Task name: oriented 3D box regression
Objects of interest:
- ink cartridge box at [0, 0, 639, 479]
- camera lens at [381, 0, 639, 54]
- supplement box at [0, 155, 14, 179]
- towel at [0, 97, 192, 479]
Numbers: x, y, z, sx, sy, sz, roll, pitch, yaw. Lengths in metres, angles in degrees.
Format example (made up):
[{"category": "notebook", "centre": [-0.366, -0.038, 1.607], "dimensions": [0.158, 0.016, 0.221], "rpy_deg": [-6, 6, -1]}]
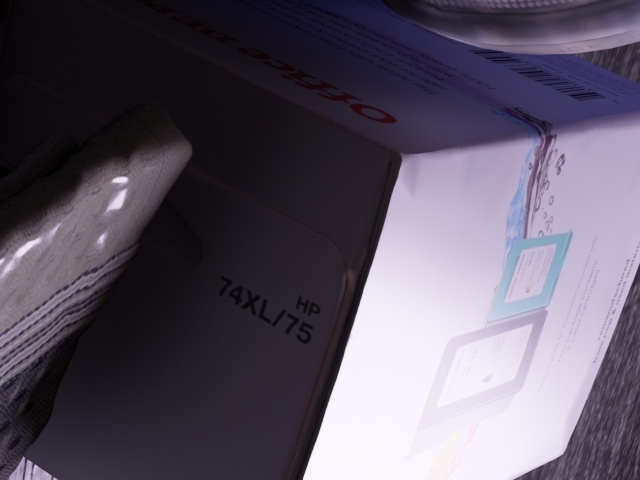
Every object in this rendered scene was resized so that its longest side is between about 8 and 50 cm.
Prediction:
[{"category": "ink cartridge box", "centre": [0.000, 0.000, 0.766], "dimensions": [0.270, 0.198, 0.197], "rpy_deg": [-11, 124, -55]}, {"category": "camera lens", "centre": [0.068, -0.216, 0.568], "dimensions": [0.219, 0.219, 0.274], "rpy_deg": [-53, 137, -19]}, {"category": "supplement box", "centre": [-0.204, 0.041, 0.518], "dimensions": [0.239, 0.073, 0.130], "rpy_deg": [-50, 172, -5]}, {"category": "towel", "centre": [-0.190, 0.113, 0.525], "dimensions": [0.324, 0.056, 0.312], "rpy_deg": [-39, 163, -55]}]
